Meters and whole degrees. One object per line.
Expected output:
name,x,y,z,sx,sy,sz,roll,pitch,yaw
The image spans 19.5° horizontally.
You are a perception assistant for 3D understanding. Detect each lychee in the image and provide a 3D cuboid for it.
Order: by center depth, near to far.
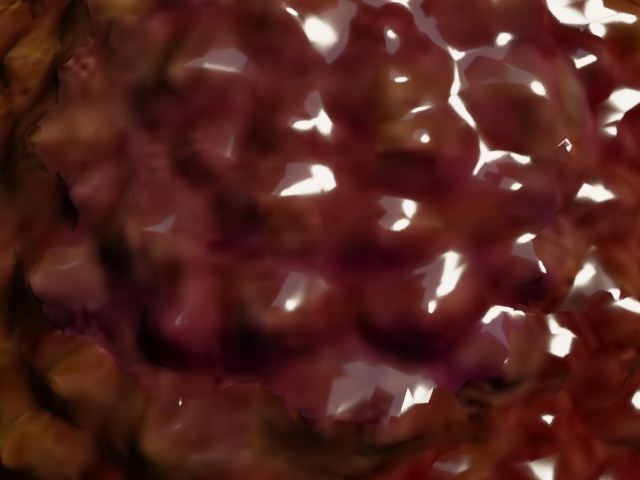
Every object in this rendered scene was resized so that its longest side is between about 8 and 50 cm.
lychee,0.000,0.000,0.546,0.330,0.306,0.306,-11,44,17
